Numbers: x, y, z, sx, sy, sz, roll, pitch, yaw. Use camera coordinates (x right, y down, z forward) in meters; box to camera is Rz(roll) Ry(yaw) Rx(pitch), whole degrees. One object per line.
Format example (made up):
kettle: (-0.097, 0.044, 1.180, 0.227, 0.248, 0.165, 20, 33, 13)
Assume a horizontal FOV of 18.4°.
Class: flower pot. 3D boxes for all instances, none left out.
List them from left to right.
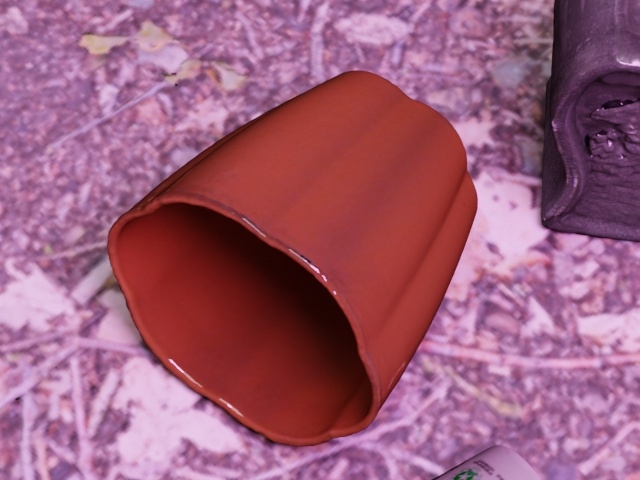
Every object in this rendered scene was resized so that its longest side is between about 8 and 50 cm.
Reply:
flower pot: (0.000, 0.000, 1.174, 0.190, 0.191, 0.173, 35, 55, 12)
flower pot: (0.189, -0.094, 1.196, 0.103, 0.229, 0.108, 4, 66, 5)

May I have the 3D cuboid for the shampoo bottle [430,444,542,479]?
shampoo bottle: (-0.004, 0.223, 1.102, 0.303, 0.092, 0.092, -28, 69, -16)
